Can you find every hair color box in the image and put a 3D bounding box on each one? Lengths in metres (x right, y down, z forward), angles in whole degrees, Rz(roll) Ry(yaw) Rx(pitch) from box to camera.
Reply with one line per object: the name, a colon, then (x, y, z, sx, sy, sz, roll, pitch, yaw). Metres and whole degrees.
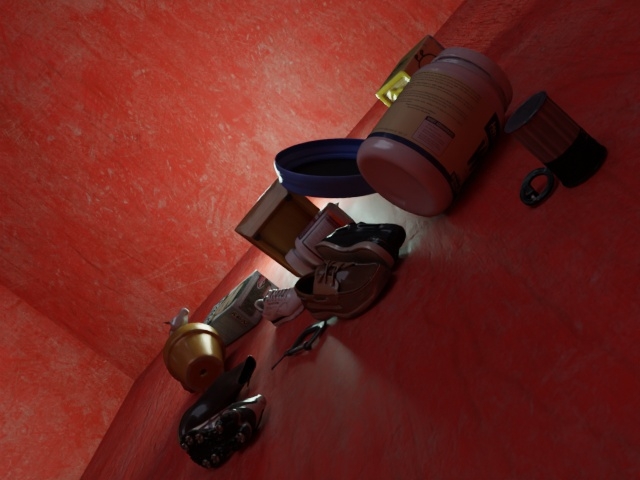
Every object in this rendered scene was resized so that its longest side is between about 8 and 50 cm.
hair color box: (-0.319, 0.272, 2.455, 0.374, 0.113, 0.185, -38, 16, 48)

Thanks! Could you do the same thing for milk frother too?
milk frother: (0.342, -0.139, 1.053, 0.143, 0.134, 0.129, -48, 10, 12)

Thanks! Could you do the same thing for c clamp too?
c clamp: (-0.045, 0.254, 1.637, 0.137, 0.022, 0.160, -50, 8, -37)

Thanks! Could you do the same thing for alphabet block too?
alphabet block: (0.340, -0.534, 2.256, 0.197, 0.192, 0.193, -57, 10, -27)

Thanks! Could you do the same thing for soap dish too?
soap dish: (-0.095, -0.032, 2.155, 0.229, 0.291, 0.118, -50, 29, 2)

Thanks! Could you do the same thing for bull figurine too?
bull figurine: (-0.469, 0.376, 2.353, 0.101, 0.311, 0.188, -4, 11, 10)

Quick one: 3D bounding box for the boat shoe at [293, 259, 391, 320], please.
boat shoe: (0.036, 0.105, 1.522, 0.324, 0.116, 0.123, -28, 25, 55)

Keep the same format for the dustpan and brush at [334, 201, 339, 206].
dustpan and brush: (0.035, -0.084, 2.336, 0.147, 0.060, 0.211, -56, 12, -27)

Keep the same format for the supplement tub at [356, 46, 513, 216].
supplement tub: (0.257, -0.241, 1.476, 0.325, 0.235, 0.235, -54, 11, -15)

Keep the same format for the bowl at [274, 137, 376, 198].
bowl: (0.054, -0.225, 2.052, 0.391, 0.391, 0.077, -73, -17, -64)

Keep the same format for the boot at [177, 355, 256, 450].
boot: (-0.280, 0.433, 1.802, 0.207, 0.090, 0.248, -46, 8, 33)

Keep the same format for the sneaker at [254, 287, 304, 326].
sneaker: (-0.110, 0.180, 1.956, 0.235, 0.095, 0.090, -37, 16, 47)

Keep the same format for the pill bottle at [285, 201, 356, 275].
pill bottle: (0.000, 0.000, 2.032, 0.221, 0.121, 0.121, -49, 11, 9)

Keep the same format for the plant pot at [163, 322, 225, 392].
plant pot: (-0.399, 0.399, 2.191, 0.205, 0.205, 0.188, -51, 26, -3)

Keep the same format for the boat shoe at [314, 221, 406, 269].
boat shoe: (0.096, 0.006, 1.604, 0.113, 0.127, 0.340, -53, 12, -16)

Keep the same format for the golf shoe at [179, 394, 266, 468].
golf shoe: (-0.223, 0.449, 1.564, 0.273, 0.105, 0.120, -35, 2, 38)
